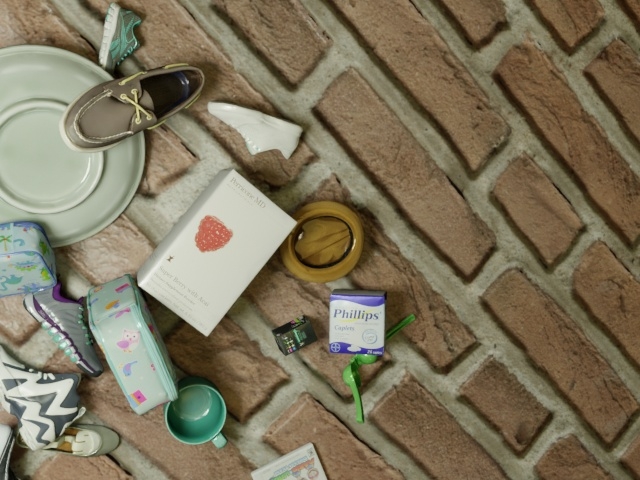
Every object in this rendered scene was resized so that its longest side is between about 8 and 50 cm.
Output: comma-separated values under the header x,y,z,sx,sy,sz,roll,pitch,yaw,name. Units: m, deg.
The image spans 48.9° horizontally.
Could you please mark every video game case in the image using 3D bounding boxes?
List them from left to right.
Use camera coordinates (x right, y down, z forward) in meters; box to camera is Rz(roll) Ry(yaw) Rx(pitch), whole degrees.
x,y,z,sx,sy,sz,roll,pitch,yaw,name
-0.065,0.567,1.640,0.157,0.019,0.143,-24,102,-13,video game case

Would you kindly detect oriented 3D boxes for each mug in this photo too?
x,y,z,sx,sy,sz,roll,pitch,yaw,name
-0.272,0.372,1.518,0.129,0.097,0.158,-5,98,-16,mug

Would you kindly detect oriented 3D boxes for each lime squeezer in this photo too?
x,y,z,sx,sy,sz,roll,pitch,yaw,name
0.113,0.280,1.622,0.059,0.110,0.310,48,51,-17,lime squeezer

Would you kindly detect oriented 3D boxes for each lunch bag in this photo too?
x,y,z,sx,sy,sz,roll,pitch,yaw,name
-0.625,0.045,1.342,0.218,0.176,0.090,-10,60,-9,lunch bag
-0.365,0.200,1.383,0.107,0.279,0.224,-25,113,-12,lunch bag

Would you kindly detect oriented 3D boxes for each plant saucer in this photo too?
x,y,z,sx,sy,sz,roll,pitch,yaw,name
-0.528,-0.165,1.339,0.400,0.100,0.401,-8,110,-23,plant saucer

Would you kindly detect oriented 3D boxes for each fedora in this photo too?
x,y,z,sx,sy,sz,roll,pitch,yaw,name
0.000,0.000,1.569,0.194,0.079,0.195,-2,99,-10,fedora

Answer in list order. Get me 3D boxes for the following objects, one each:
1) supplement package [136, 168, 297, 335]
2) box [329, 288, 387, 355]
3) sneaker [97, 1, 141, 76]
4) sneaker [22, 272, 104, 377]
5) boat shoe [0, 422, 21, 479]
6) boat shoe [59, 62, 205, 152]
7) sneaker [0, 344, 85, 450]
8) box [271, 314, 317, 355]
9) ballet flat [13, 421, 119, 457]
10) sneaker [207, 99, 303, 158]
x,y,z,sx,sy,sz,roll,pitch,yaw,name
-0.219,0.017,1.456,0.177,0.175,0.293,39,84,-15,supplement package
0.085,0.183,1.591,0.126,0.072,0.137,1,96,11,box
-0.403,-0.391,1.421,0.076,0.065,0.167,11,94,-21,sneaker
-0.501,0.175,1.441,0.098,0.083,0.224,-40,104,-14,sneaker
-0.642,0.510,1.409,0.102,0.108,0.301,14,96,-20,boat shoe
-0.349,-0.262,1.343,0.324,0.096,0.117,-41,115,-47,boat shoe
-0.568,0.288,1.434,0.153,0.094,0.235,-28,73,-41,sneaker
-0.059,0.213,1.582,0.083,0.062,0.052,-25,103,-12,box
-0.527,0.418,1.463,0.213,0.068,0.072,14,91,-17,ballet flat
-0.146,-0.233,1.508,0.212,0.080,0.094,17,102,-18,sneaker
